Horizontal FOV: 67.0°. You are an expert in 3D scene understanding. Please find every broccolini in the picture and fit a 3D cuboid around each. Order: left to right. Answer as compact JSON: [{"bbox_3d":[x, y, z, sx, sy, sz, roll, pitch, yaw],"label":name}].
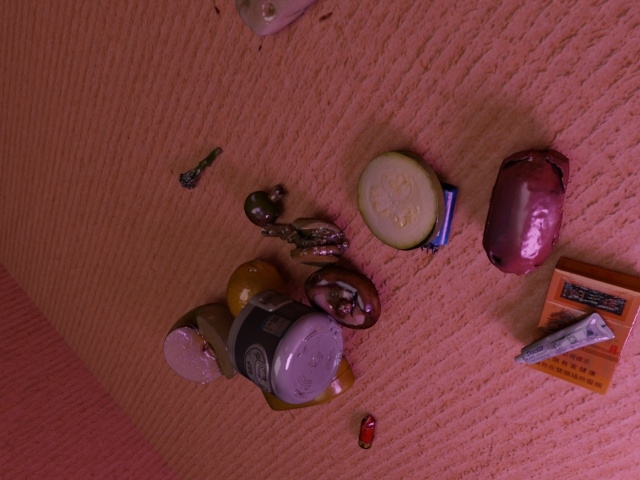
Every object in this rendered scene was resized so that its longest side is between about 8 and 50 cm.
[{"bbox_3d":[-0.398,-0.237,1.595,0.216,0.058,0.067,-30,89,40],"label":"broccolini"}]

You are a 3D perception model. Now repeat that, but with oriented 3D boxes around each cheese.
[{"bbox_3d":[-0.103,-0.620,1.183,0.263,0.093,0.159,-23,95,41],"label":"cheese"}]

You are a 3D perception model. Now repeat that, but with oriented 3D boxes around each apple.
[{"bbox_3d":[-0.393,0.364,1.759,0.295,0.233,0.257,-27,108,23],"label":"apple"}]

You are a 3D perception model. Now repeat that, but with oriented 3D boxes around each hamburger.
[{"bbox_3d":[0.000,0.000,1.371,0.159,0.185,0.131,145,132,-66],"label":"hamburger"}]

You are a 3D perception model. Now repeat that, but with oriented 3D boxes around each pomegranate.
[{"bbox_3d":[-0.164,-0.108,1.465,0.142,0.114,0.114,-41,84,15],"label":"pomegranate"}]

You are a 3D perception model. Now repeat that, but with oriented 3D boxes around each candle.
[{"bbox_3d":[0.155,0.631,1.609,0.052,0.052,0.130,19,120,28],"label":"candle"}]

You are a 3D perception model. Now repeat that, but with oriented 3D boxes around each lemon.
[{"bbox_3d":[-0.210,0.167,1.563,0.188,0.188,0.256,25,118,25],"label":"lemon"}]

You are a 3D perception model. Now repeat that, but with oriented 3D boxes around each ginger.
[{"bbox_3d":[-0.145,-0.031,1.521,0.137,0.044,0.057,9,98,30],"label":"ginger"}]

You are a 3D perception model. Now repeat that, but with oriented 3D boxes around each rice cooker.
[{"bbox_3d":[-0.106,0.302,1.403,0.277,0.288,0.288,18,121,40],"label":"rice cooker"}]

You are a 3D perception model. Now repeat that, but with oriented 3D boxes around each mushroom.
[{"bbox_3d":[0.069,0.156,1.389,0.231,0.138,0.194,32,162,3],"label":"mushroom"}]

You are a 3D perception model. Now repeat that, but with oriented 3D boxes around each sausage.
[{"bbox_3d":[0.433,-0.058,1.025,0.152,0.152,0.279,17,118,29],"label":"sausage"}]

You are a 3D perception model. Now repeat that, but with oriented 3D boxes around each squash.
[{"bbox_3d":[0.200,-0.098,1.203,0.252,0.049,0.251,21,120,41],"label":"squash"}]

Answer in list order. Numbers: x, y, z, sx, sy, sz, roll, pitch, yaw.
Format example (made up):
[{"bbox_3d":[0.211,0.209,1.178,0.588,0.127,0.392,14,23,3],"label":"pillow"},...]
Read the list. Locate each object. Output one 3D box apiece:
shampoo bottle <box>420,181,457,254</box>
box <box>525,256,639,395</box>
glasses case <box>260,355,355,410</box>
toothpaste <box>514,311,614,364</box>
[{"bbox_3d":[0.282,-0.053,1.198,0.087,0.050,0.182,21,122,30],"label":"shampoo bottle"},{"bbox_3d":[0.584,0.190,1.080,0.174,0.076,0.274,18,120,27],"label":"box"},{"bbox_3d":[-0.068,0.465,1.610,0.371,0.173,0.141,-26,91,41],"label":"glasses case"},{"bbox_3d":[0.526,0.227,1.068,0.218,0.041,0.064,-39,80,37],"label":"toothpaste"}]
